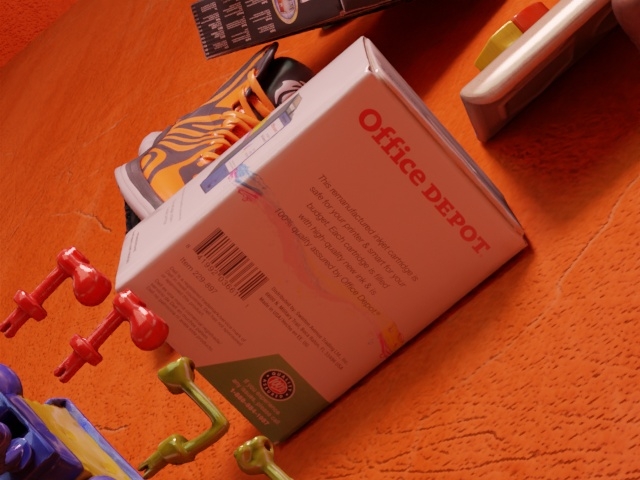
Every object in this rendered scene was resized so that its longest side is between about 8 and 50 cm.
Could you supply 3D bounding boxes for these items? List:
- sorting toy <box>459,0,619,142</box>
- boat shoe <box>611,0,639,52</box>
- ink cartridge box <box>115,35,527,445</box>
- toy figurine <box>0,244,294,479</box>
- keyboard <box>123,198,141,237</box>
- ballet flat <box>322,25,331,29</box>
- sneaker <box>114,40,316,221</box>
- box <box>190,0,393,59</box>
[{"bbox_3d":[0.168,-0.149,1.004,0.193,0.038,0.208,-42,-6,4],"label":"sorting toy"},{"bbox_3d":[0.303,-0.223,0.861,0.342,0.123,0.123,-45,18,1],"label":"boat shoe"},{"bbox_3d":[0.000,0.000,0.952,0.212,0.154,0.093,-40,18,13],"label":"ink cartridge box"},{"bbox_3d":[-0.143,0.139,0.956,0.362,0.217,0.191,39,84,26],"label":"toy figurine"},{"bbox_3d":[-0.155,0.026,1.295,0.023,0.108,0.180,-10,24,-6],"label":"keyboard"},{"bbox_3d":[0.077,-0.338,1.587,0.280,0.096,0.095,-34,18,24],"label":"ballet flat"},{"bbox_3d":[-0.076,-0.087,1.324,0.180,0.124,0.321,-41,20,10],"label":"sneaker"},{"bbox_3d":[0.034,-0.237,1.378,0.216,0.060,0.270,-21,8,-29],"label":"box"}]
